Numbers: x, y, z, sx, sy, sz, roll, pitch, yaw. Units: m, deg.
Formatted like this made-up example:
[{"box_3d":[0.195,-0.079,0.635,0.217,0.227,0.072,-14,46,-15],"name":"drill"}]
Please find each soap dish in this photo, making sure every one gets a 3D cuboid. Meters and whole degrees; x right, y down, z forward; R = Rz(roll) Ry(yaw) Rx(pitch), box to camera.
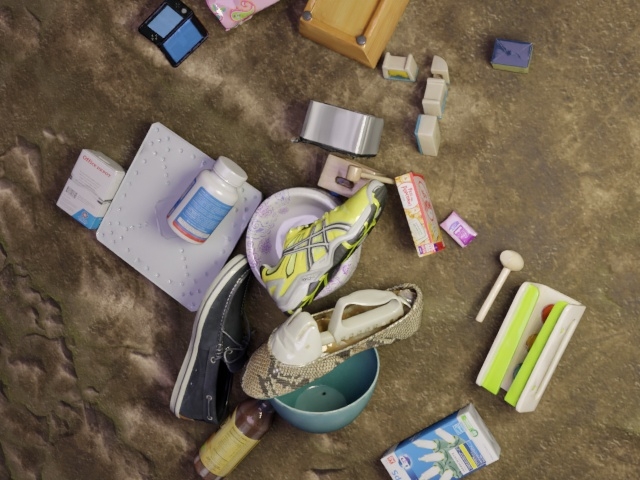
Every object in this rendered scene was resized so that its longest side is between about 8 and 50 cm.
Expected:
[{"box_3d":[0.095,-0.603,1.631,0.229,0.118,0.291,30,101,15],"name":"soap dish"}]

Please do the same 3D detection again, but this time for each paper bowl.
[{"box_3d":[-0.034,0.007,1.693,0.284,0.148,0.284,1,93,19],"name":"paper bowl"}]

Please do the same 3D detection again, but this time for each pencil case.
[{"box_3d":[-0.156,-0.652,1.718,0.284,0.124,0.124,-23,86,19],"name":"pencil case"}]

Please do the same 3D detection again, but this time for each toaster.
[{"box_3d":[0.049,-0.269,1.631,0.168,0.185,0.110,18,103,18],"name":"toaster"}]

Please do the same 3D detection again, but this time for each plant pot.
[{"box_3d":[-0.002,0.364,1.660,0.290,0.290,0.195,15,134,18],"name":"plant pot"}]

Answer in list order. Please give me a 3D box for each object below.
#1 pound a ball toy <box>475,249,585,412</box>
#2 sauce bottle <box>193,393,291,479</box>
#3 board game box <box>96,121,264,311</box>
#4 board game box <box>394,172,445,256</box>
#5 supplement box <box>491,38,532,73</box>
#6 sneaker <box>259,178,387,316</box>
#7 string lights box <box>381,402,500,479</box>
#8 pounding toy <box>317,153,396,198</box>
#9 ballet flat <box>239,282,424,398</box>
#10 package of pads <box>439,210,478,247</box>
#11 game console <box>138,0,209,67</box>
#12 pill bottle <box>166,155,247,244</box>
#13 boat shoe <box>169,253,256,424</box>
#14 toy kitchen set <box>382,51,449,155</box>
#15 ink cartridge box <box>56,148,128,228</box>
[{"box_3d":[0.473,0.207,1.558,0.208,0.135,0.319,31,103,41],"name":"pound a ball toy"},{"box_3d":[-0.204,0.506,1.801,0.111,0.111,0.344,44,103,12],"name":"sauce bottle"},{"box_3d":[-0.396,-0.066,1.864,0.390,0.050,0.390,34,103,14],"name":"board game box"},{"box_3d":[0.240,-0.062,1.596,0.045,0.147,0.194,-18,88,19],"name":"board game box"},{"box_3d":[0.443,-0.425,1.539,0.083,0.083,0.056,14,97,18],"name":"supplement box"},{"box_3d":[0.000,0.000,1.531,0.147,0.145,0.385,44,103,10],"name":"sneaker"},{"box_3d":[0.296,0.527,1.646,0.259,0.076,0.133,-35,83,17],"name":"string lights box"},{"box_3d":[0.090,-0.134,1.611,0.181,0.206,0.094,24,100,16],"name":"pounding toy"},{"box_3d":[0.031,0.205,1.552,0.482,0.182,0.164,-19,51,-19],"name":"ballet flat"},{"box_3d":[0.337,-0.027,1.625,0.083,0.032,0.050,46,108,11],"name":"package of pads"},{"box_3d":[-0.403,-0.571,1.823,0.144,0.124,0.085,-38,54,16],"name":"game console"},{"box_3d":[-0.291,-0.106,1.734,0.124,0.124,0.221,44,105,12],"name":"pill bottle"},{"box_3d":[-0.257,0.272,1.772,0.156,0.187,0.500,23,105,11],"name":"boat shoe"},{"box_3d":[0.219,-0.333,1.624,0.166,0.122,0.207,10,76,18],"name":"toy kitchen set"},{"box_3d":[-0.656,-0.149,1.931,0.139,0.082,0.191,34,102,14],"name":"ink cartridge box"}]
